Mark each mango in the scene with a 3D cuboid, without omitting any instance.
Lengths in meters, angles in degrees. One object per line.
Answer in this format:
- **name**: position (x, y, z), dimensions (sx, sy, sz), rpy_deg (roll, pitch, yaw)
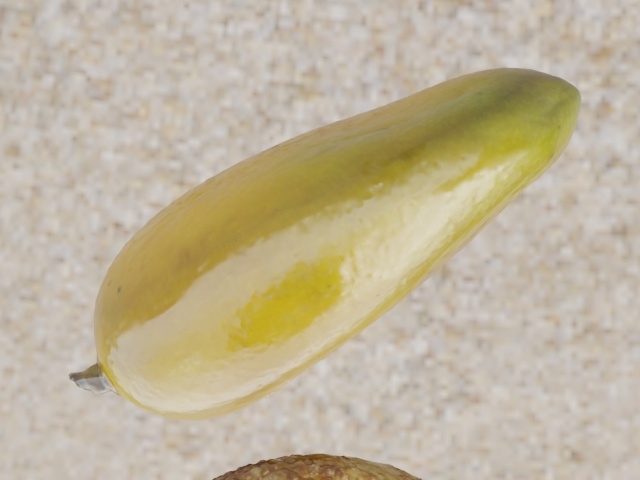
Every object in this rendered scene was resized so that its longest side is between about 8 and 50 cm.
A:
- **mango**: position (0.000, 0.000, 1.064), dimensions (0.316, 0.119, 0.176), rpy_deg (-30, 180, 13)

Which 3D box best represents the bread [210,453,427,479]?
- **bread**: position (-0.007, 0.178, 0.898), dimensions (0.193, 0.064, 0.193), rpy_deg (-4, 122, -7)
